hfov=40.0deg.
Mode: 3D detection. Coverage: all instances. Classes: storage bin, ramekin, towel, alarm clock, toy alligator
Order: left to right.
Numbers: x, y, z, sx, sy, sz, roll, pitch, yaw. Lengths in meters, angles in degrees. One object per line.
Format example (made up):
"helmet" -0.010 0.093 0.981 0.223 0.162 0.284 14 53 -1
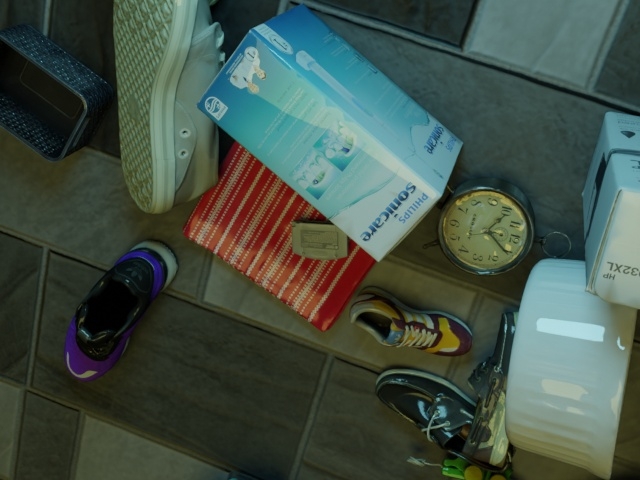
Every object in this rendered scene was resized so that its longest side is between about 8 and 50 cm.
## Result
"storage bin" -0.412 -0.217 1.285 0.180 0.084 0.122 37 117 0
"towel" -0.054 -0.006 1.301 0.274 0.031 0.199 35 116 0
"toy alligator" 0.231 0.351 1.360 0.189 0.056 0.051 19 74 9
"alarm clock" 0.244 -0.015 1.192 0.192 0.064 0.129 17 116 11
"ramekin" 0.326 0.154 1.130 0.135 0.277 0.277 9 115 21

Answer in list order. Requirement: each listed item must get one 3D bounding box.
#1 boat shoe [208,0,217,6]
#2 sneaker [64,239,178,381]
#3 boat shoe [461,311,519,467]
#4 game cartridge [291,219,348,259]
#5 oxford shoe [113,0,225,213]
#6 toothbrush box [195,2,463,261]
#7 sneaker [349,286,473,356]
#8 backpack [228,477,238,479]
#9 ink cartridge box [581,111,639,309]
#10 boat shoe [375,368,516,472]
"boat shoe" -0.260 -0.409 1.151 0.302 0.098 0.109 40 117 -3
"sneaker" -0.346 0.130 1.377 0.102 0.146 0.293 36 117 -1
"boat shoe" 0.245 0.209 1.250 0.073 0.080 0.224 7 95 8
"game cartridge" 0.000 0.000 1.263 0.083 0.017 0.056 5 106 14
"oxford shoe" -0.187 -0.239 1.159 0.169 0.130 0.450 45 139 39
"toothbrush box" 0.023 -0.145 1.116 0.295 0.216 0.126 39 118 -4
"sneaker" 0.129 0.133 1.276 0.185 0.084 0.070 19 116 8
"backpack" -0.145 0.519 1.427 0.191 0.253 0.225 7 117 18
"ink cartridge box" 0.424 -0.032 0.995 0.223 0.307 0.129 13 115 10
"boat shoe" 0.186 0.270 1.322 0.233 0.079 0.084 29 119 4
